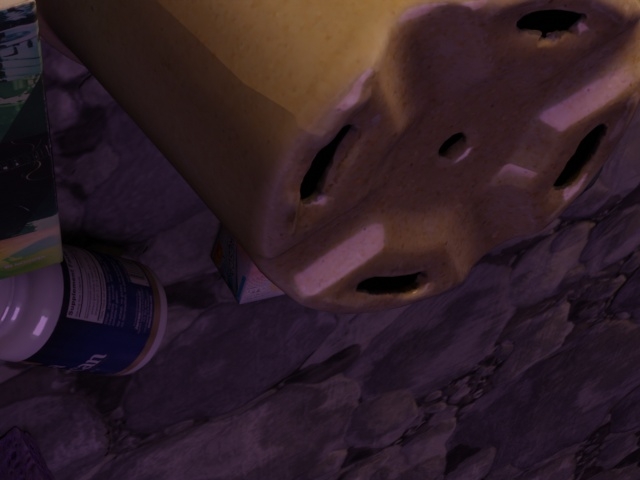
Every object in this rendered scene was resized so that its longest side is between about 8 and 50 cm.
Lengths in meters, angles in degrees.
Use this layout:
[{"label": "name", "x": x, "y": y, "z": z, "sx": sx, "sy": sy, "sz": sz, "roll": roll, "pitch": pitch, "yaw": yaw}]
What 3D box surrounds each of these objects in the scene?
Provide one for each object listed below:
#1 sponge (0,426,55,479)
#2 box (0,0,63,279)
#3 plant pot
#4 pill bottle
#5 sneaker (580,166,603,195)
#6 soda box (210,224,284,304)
[{"label": "sponge", "x": -0.322, "y": 0.275, "z": 1.117, "sx": 0.210, "sy": 0.117, "sz": 0.031, "roll": -38, "pitch": 149, "yaw": 5}, {"label": "box", "x": -0.269, "y": -0.041, "z": 0.705, "sx": 0.232, "sy": 0.058, "sz": 0.322, "roll": -15, "pitch": 161, "yaw": -14}, {"label": "plant pot", "x": 0.002, "y": -0.142, "z": 0.681, "sx": 0.334, "sy": 0.305, "sz": 0.334, "roll": -24, "pitch": 146, "yaw": -17}, {"label": "pill bottle", "x": -0.205, "y": 0.048, "z": 0.944, "sx": 0.094, "sy": 0.094, "sz": 0.169, "roll": -47, "pitch": 145, "yaw": 20}, {"label": "sneaker", "x": 0.162, "y": -0.071, "z": 1.122, "sx": 0.226, "sy": 0.086, "sz": 0.163, "roll": -32, "pitch": 145, "yaw": -6}, {"label": "soda box", "x": 0.000, "y": 0.000, "z": 1.098, "sx": 0.183, "sy": 0.058, "sz": 0.063, "roll": -11, "pitch": 141, "yaw": -31}]
